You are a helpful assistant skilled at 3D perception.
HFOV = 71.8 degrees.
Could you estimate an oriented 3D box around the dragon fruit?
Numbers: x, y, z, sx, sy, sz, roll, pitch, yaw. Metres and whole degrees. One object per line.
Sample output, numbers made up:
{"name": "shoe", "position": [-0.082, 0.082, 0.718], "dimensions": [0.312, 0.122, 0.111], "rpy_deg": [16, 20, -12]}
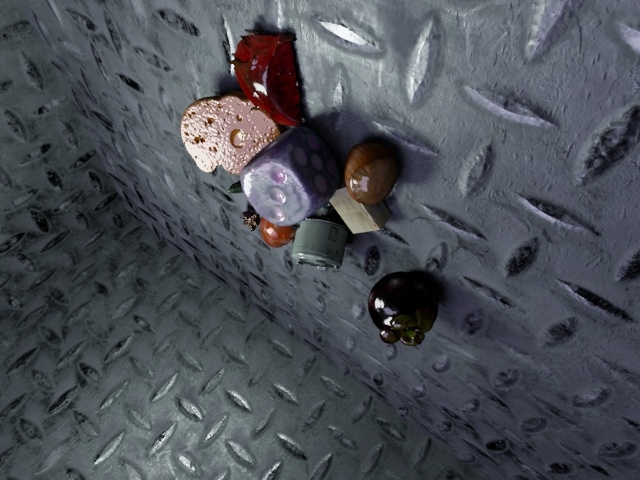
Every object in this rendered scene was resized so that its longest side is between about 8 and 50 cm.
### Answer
{"name": "dragon fruit", "position": [-0.203, -0.544, 1.527], "dimensions": [0.281, 0.100, 0.344], "rpy_deg": [21, 143, 26]}

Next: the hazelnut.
{"name": "hazelnut", "position": [0.163, -0.226, 1.484], "dimensions": [0.214, 0.176, 0.215], "rpy_deg": [174, 90, -67]}

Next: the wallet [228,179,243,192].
{"name": "wallet", "position": [-0.266, -0.249, 1.896], "dimensions": [0.160, 0.235, 0.055], "rpy_deg": [-80, -24, -76]}

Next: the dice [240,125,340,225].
{"name": "dice", "position": [-0.109, -0.235, 1.632], "dimensions": [0.270, 0.270, 0.271], "rpy_deg": [-23, 114, 38]}

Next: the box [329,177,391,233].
{"name": "box", "position": [0.144, -0.139, 1.696], "dimensions": [0.212, 0.095, 0.168], "rpy_deg": [53, 152, -20]}

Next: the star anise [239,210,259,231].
{"name": "star anise", "position": [-0.399, -0.114, 2.449], "dimensions": [0.190, 0.070, 0.098], "rpy_deg": [19, 117, 39]}

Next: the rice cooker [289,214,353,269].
{"name": "rice cooker", "position": [0.000, 0.000, 1.913], "dimensions": [0.280, 0.227, 0.241], "rpy_deg": [13, 169, -12]}

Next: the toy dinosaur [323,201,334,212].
{"name": "toy dinosaur", "position": [0.032, -0.156, 1.881], "dimensions": [0.047, 0.031, 0.083], "rpy_deg": [12, 141, 41]}

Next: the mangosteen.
{"name": "mangosteen", "position": [0.329, 0.289, 1.825], "dimensions": [0.296, 0.314, 0.297], "rpy_deg": [25, 156, 12]}

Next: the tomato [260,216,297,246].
{"name": "tomato", "position": [-0.176, -0.076, 2.068], "dimensions": [0.232, 0.231, 0.189], "rpy_deg": [-11, 105, 56]}

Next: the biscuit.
{"name": "biscuit", "position": [-0.347, -0.424, 1.782], "dimensions": [0.454, 0.078, 0.350], "rpy_deg": [8, 131, 10]}
